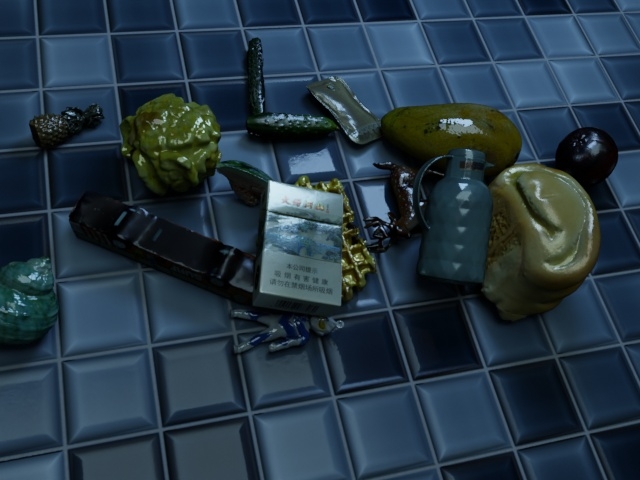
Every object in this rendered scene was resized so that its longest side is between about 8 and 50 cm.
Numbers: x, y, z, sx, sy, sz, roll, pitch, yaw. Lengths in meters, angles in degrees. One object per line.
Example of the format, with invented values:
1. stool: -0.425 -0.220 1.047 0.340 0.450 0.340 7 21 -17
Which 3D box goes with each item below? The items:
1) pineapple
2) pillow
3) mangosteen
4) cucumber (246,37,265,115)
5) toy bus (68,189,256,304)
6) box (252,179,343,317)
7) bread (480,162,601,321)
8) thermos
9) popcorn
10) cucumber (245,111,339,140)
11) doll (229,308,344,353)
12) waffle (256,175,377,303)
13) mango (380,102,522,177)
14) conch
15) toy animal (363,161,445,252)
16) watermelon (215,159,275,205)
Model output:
1. pineapple: -0.557 -0.259 1.559 0.159 0.074 0.074 -28 69 -29
2. pillow: 0.067 -0.323 1.735 0.130 0.033 0.217 -26 68 -37
3. mangosteen: 0.656 -0.200 1.732 0.153 0.152 0.152 5 60 -9
4. cucumber: -0.157 -0.392 1.728 0.044 0.043 0.256 -2 62 -7
5. toy bus: -0.305 0.015 1.434 0.409 0.092 0.093 23 61 2
6. box: -0.042 0.015 1.415 0.164 0.069 0.256 11 60 -15
7. bread: 0.470 -0.010 1.515 0.212 0.270 0.315 5 53 -25
8. thermos: 0.276 -0.053 1.490 0.182 0.145 0.286 7 89 -19
9. popcorn: -0.321 -0.201 1.505 0.217 0.181 0.235 -4 56 -10
10. cucumber: -0.064 -0.268 1.661 0.228 0.069 0.069 -2 61 -16
11. doll: -0.065 0.167 1.417 0.227 0.057 0.114 -3 57 -11
12. waffle: -0.001 0.000 1.522 0.283 0.065 0.309 25 62 6
13. mango: 0.309 -0.250 1.669 0.330 0.176 0.175 14 91 -6
14. conch: -0.580 0.109 1.300 0.202 0.134 0.196 -38 75 -26
15. toy animal: 0.197 -0.077 1.609 0.260 0.087 0.243 -7 49 -14
16. watermelon: -0.151 -0.129 1.516 0.080 0.101 0.155 -51 123 -9
